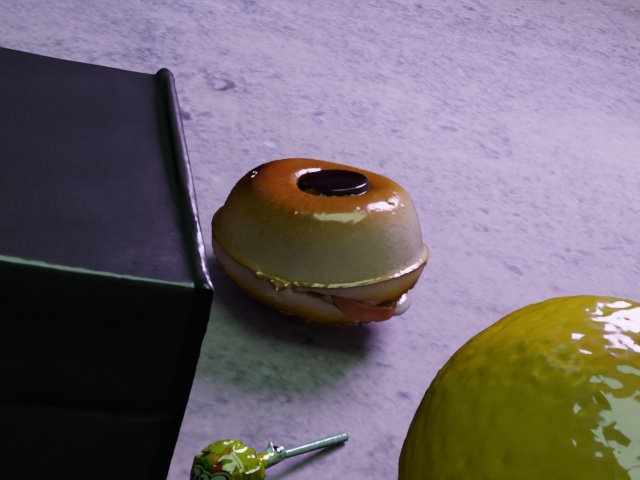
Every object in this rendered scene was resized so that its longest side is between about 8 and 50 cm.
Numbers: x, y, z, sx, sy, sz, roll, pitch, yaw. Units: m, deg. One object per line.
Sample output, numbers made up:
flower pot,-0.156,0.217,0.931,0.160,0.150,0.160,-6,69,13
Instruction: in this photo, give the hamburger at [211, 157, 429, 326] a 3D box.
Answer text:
hamburger,-0.003,0.001,1.343,0.237,0.147,0.237,7,22,-3

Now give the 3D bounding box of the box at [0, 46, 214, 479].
box,-0.227,0.027,1.059,0.205,0.251,0.345,8,31,-18

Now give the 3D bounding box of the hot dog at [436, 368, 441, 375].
hot dog,0.215,0.149,1.314,0.216,0.047,0.066,2,-3,-29

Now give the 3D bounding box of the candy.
candy,-0.036,0.188,1.117,0.062,0.058,0.194,0,4,37

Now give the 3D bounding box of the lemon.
lemon,0.219,0.202,0.978,0.336,0.336,0.336,14,30,-8
